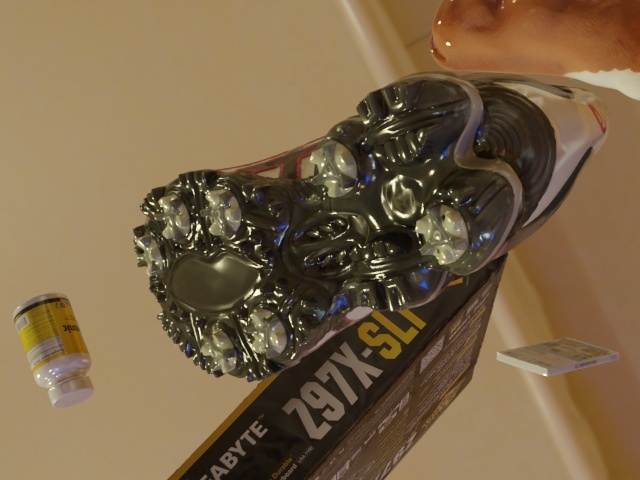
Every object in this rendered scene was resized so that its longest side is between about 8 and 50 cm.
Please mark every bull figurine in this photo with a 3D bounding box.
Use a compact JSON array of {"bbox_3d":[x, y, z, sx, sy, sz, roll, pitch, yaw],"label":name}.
[{"bbox_3d":[0.248,-0.214,1.087,0.101,0.310,0.189,33,-110,-61],"label":"bull figurine"}]

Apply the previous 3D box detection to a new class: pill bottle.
[{"bbox_3d":[-0.288,0.121,1.297,0.116,0.065,0.065,66,-171,19],"label":"pill bottle"}]

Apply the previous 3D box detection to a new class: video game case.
[{"bbox_3d":[0.286,0.140,1.433,0.087,0.122,0.011,14,108,54],"label":"video game case"}]

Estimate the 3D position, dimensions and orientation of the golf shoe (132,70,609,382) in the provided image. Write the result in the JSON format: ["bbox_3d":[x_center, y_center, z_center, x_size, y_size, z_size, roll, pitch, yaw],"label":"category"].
[{"bbox_3d":[0.013,-0.004,0.564,0.120,0.272,0.105,-20,-88,-42],"label":"golf shoe"}]

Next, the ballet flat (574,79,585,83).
[{"bbox_3d":[0.253,-0.253,1.435,0.230,0.077,0.077,14,-155,-21],"label":"ballet flat"}]

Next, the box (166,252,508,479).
[{"bbox_3d":[0.012,0.151,0.943,0.079,0.322,0.257,38,159,17],"label":"box"}]
